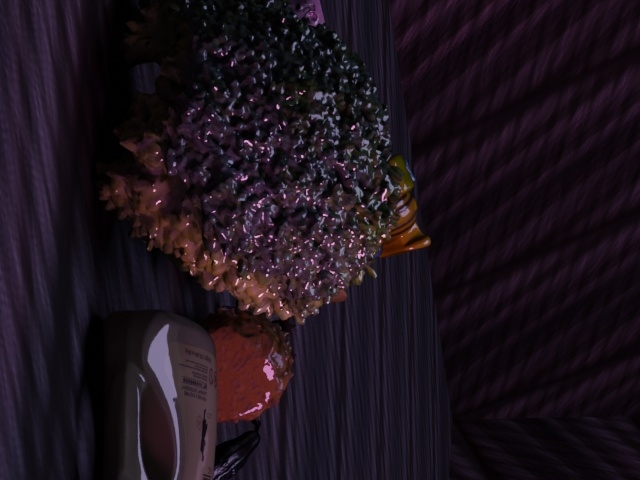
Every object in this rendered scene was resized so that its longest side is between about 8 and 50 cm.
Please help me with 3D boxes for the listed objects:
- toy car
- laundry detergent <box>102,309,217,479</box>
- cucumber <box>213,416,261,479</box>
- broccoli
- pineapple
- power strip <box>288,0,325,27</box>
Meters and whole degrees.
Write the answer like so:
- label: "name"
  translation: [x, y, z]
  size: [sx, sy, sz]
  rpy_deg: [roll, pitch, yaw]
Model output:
- label: "toy car"
  translation: [0.000, 0.000, 1.706]
  size: [0.142, 0.247, 0.200]
  rpy_deg: [67, -18, -2]
- label: "laundry detergent"
  translation: [-0.152, 0.199, 1.412]
  size: [0.181, 0.091, 0.253]
  rpy_deg: [52, 37, -70]
- label: "cucumber"
  translation: [-0.107, 0.237, 1.632]
  size: [0.163, 0.043, 0.039]
  rpy_deg: [-29, 158, -47]
- label: "broccoli"
  translation: [-0.101, -0.088, 1.472]
  size: [0.249, 0.302, 0.375]
  rpy_deg: [-1, 60, -59]
- label: "pineapple"
  translation: [-0.085, 0.123, 1.738]
  size: [0.248, 0.128, 0.128]
  rpy_deg: [-58, 145, -81]
- label: "power strip"
  translation: [-0.045, -0.213, 1.873]
  size: [0.279, 0.037, 0.109]
  rpy_deg: [155, -80, -71]
